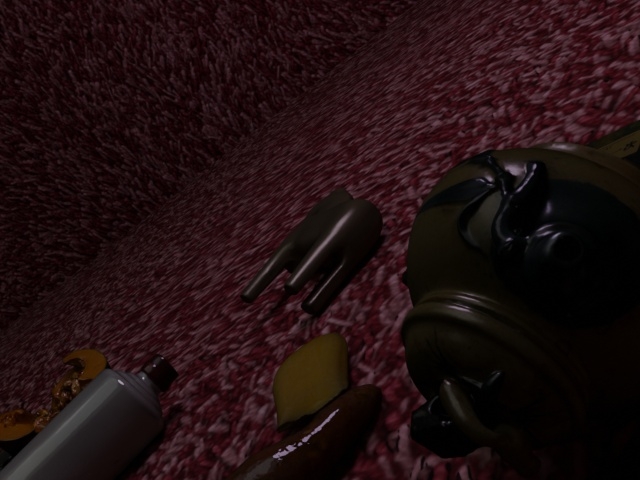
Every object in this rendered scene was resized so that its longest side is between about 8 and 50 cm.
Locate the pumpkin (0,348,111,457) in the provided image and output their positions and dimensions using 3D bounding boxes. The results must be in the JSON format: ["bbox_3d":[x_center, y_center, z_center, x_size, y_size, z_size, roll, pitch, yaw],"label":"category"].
[{"bbox_3d":[-0.362,0.246,1.217,0.183,0.107,0.119,-39,32,-28],"label":"pumpkin"}]

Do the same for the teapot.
[{"bbox_3d":[0.114,0.053,0.501,0.182,0.173,0.269,-51,-15,-25],"label":"teapot"}]

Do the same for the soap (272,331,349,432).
[{"bbox_3d":[-0.011,0.137,0.814,0.089,0.033,0.168,-39,14,12],"label":"soap"}]

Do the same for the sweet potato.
[{"bbox_3d":[-0.043,0.196,0.679,0.255,0.058,0.078,-39,-6,-12],"label":"sweet potato"}]

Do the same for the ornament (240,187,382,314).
[{"bbox_3d":[0.000,0.000,1.137,0.245,0.061,0.230,-49,15,-26],"label":"ornament"}]

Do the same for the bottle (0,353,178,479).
[{"bbox_3d":[-0.265,0.233,1.023,0.245,0.104,0.104,-45,15,-22],"label":"bottle"}]

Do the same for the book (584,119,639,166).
[{"bbox_3d":[0.214,-0.019,0.738,0.160,0.024,0.228,-27,20,48],"label":"book"}]

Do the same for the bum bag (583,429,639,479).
[{"bbox_3d":[0.149,0.140,0.425,0.159,0.026,0.109,-38,15,8],"label":"bum bag"}]

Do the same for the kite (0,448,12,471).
[{"bbox_3d":[-0.560,0.408,1.419,0.268,0.013,0.323,-31,19,35],"label":"kite"}]
